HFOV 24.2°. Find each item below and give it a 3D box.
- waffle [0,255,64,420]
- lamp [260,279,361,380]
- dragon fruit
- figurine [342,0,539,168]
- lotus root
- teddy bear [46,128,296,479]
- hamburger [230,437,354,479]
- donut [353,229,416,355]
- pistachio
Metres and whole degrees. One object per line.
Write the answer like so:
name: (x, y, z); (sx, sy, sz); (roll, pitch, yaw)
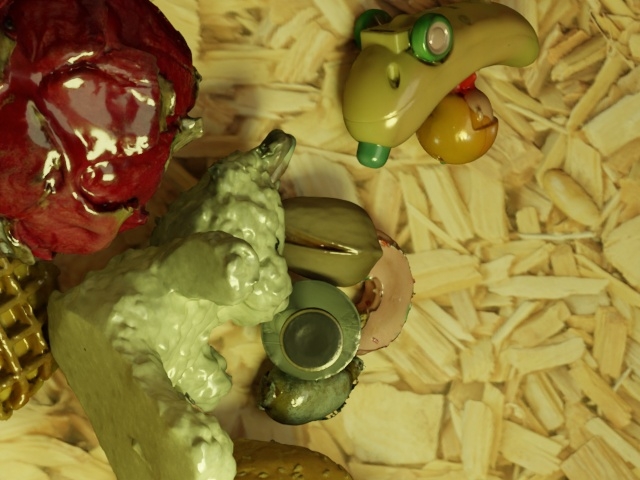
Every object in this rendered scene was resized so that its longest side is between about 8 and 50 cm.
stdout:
waffle: (-0.377, 0.103, 1.564); (0.253, 0.056, 0.249); (35, 76, -39)
lamp: (-0.011, 0.108, 1.750); (0.121, 0.215, 0.121); (0, 94, -2)
dragon fruit: (-0.285, -0.133, 1.435); (0.329, 0.329, 0.329); (-8, 103, -37)
figurine: (0.161, -0.197, 1.894); (0.324, 0.124, 0.222); (-22, 111, -38)
lotus root: (-0.010, 0.185, 1.850); (0.165, 0.088, 0.088); (-11, 105, -43)
teddy bear: (-0.090, 0.087, 1.602); (0.362, 0.375, 0.327); (-24, 150, -29)
hamburger: (-0.083, 0.357, 1.710); (0.283, 0.144, 0.259); (-3, 78, 5)
donut: (0.067, 0.064, 1.901); (0.117, 0.065, 0.166); (4, 97, -37)
pistachio: (0.000, 0.000, 1.806); (0.149, 0.113, 0.113); (7, 94, -16)
